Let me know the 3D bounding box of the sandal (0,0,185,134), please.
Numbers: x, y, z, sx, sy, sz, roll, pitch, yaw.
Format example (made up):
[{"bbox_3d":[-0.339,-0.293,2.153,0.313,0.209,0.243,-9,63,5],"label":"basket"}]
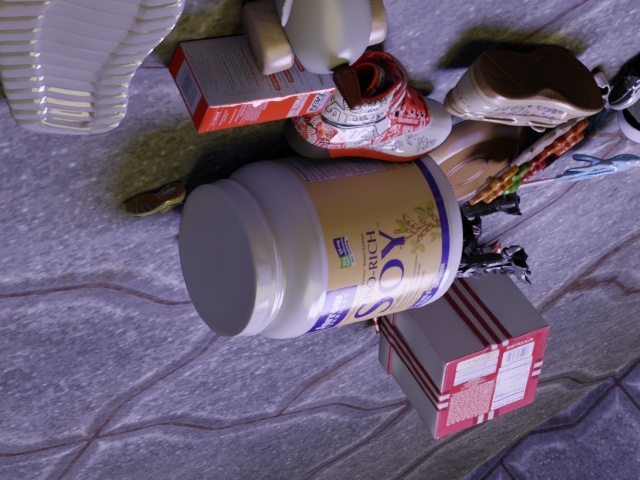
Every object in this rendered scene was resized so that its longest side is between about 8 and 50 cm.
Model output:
[{"bbox_3d":[-0.241,-0.215,1.252,0.169,0.102,0.416,0,162,-20],"label":"sandal"}]

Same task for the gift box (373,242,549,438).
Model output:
[{"bbox_3d":[0.261,0.160,2.401,0.255,0.258,0.276,-14,135,-23],"label":"gift box"}]

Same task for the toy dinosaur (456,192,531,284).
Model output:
[{"bbox_3d":[0.228,0.010,2.162,0.218,0.164,0.322,-8,-170,14],"label":"toy dinosaur"}]

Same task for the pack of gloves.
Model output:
[{"bbox_3d":[0.440,-0.127,2.097,0.232,0.046,0.195,-12,176,44],"label":"pack of gloves"}]

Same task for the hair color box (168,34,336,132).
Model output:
[{"bbox_3d":[-0.077,-0.184,1.487,0.167,0.093,0.053,-13,155,-29],"label":"hair color box"}]

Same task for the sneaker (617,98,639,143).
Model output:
[{"bbox_3d":[0.600,-0.176,2.186,0.323,0.130,0.236,-22,154,-25],"label":"sneaker"}]

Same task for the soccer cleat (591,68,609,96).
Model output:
[{"bbox_3d":[0.429,-0.232,2.005,0.029,0.035,0.083,-26,157,-1],"label":"soccer cleat"}]

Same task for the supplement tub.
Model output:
[{"bbox_3d":[0.000,0.000,1.774,0.331,0.241,0.241,-12,153,-33],"label":"supplement tub"}]

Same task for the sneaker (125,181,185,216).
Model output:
[{"bbox_3d":[-0.215,-0.046,1.714,0.083,0.032,0.037,-20,156,-14],"label":"sneaker"}]

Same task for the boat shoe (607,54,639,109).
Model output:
[{"bbox_3d":[0.489,-0.258,2.010,0.040,0.049,0.142,17,133,-33],"label":"boat shoe"}]

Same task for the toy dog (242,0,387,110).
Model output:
[{"bbox_3d":[0.011,-0.254,1.341,0.220,0.161,0.333,-29,157,5],"label":"toy dog"}]

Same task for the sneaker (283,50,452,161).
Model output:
[{"bbox_3d":[0.095,-0.176,1.694,0.270,0.090,0.145,-6,153,-35],"label":"sneaker"}]

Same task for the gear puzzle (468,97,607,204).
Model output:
[{"bbox_3d":[0.330,-0.119,1.981,0.175,0.044,0.339,-41,173,38],"label":"gear puzzle"}]

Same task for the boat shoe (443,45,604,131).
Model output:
[{"bbox_3d":[0.289,-0.210,1.829,0.285,0.104,0.089,2,153,-43],"label":"boat shoe"}]

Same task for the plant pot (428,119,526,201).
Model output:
[{"bbox_3d":[0.222,-0.116,2.038,0.236,0.032,0.236,-23,158,-10],"label":"plant pot"}]
